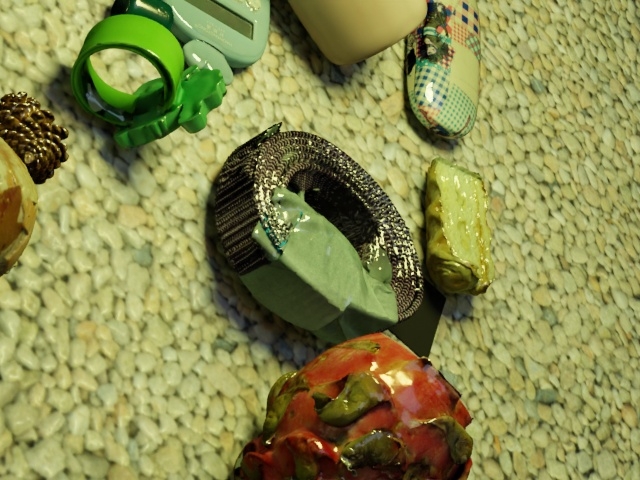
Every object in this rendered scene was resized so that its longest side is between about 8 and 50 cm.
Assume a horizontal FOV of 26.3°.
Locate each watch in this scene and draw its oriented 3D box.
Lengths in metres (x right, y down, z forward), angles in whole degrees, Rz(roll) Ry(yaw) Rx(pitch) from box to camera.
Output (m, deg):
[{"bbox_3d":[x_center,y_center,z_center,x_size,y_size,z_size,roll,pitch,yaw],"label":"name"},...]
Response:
[{"bbox_3d":[-0.218,-0.210,1.706,0.152,0.165,0.131,58,27,-31],"label":"watch"}]

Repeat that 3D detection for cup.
[{"bbox_3d":[0.041,-0.390,2.050,0.200,0.191,0.253,59,5,-19],"label":"cup"}]

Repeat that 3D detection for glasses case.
[{"bbox_3d":[0.202,-0.310,2.226,0.125,0.076,0.327,25,54,-31],"label":"glasses case"}]

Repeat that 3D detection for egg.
[{"bbox_3d":[-0.407,-0.043,1.418,0.233,0.195,0.195,31,51,-34],"label":"egg"}]

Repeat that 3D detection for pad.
[{"bbox_3d":[0.106,0.073,1.990,0.190,0.004,0.127,41,46,-20],"label":"pad"}]

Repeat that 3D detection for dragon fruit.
[{"bbox_3d":[0.028,0.263,1.651,0.291,0.269,0.250,-47,116,-10],"label":"dragon fruit"}]

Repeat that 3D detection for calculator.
[{"bbox_3d":[-0.150,-0.344,1.929,0.188,0.042,0.303,28,52,-33],"label":"calculator"}]

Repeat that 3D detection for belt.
[{"bbox_3d":[0.000,0.000,1.842,0.325,0.122,0.260,43,40,-23],"label":"belt"}]

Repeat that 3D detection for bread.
[{"bbox_3d":[0.201,-0.020,2.075,0.128,0.088,0.232,32,43,-40],"label":"bread"}]

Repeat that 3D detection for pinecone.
[{"bbox_3d":[-0.344,-0.123,1.586,0.102,0.102,0.109,6,58,-42],"label":"pinecone"}]

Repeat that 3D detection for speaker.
[{"bbox_3d":[-0.242,-0.305,1.820,0.075,0.060,0.094,23,20,-35],"label":"speaker"}]
